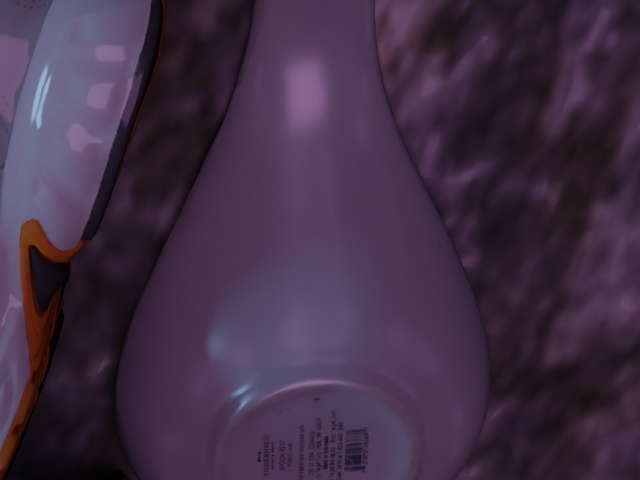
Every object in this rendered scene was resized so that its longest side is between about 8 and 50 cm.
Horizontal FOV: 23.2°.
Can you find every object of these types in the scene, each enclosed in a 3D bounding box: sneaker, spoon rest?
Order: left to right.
[{"bbox_3d":[-0.141,0.013,0.499,0.121,0.099,0.262,20,101,-7],"label":"sneaker"},{"bbox_3d":[0.000,0.000,0.527,0.137,0.084,0.276,0,125,-8],"label":"spoon rest"}]

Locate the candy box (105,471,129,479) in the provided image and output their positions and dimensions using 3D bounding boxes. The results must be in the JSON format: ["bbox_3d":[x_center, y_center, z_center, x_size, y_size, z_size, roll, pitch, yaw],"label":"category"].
[{"bbox_3d":[-0.121,0.173,0.478,0.159,0.233,0.071,-41,92,8],"label":"candy box"}]
